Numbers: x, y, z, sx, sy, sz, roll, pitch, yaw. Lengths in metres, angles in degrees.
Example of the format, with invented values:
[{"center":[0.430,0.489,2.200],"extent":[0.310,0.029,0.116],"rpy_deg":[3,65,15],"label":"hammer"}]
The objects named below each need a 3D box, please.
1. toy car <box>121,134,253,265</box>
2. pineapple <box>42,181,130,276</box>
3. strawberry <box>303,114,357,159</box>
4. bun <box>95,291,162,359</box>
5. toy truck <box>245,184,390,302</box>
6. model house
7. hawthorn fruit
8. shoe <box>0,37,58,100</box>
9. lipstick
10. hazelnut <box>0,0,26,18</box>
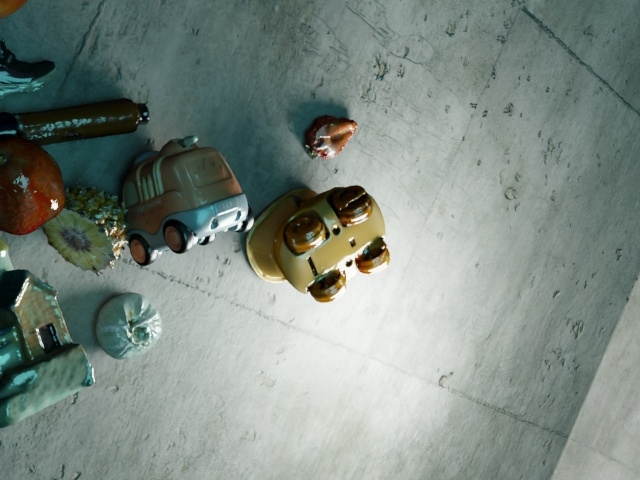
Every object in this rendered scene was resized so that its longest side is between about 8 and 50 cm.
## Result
[{"center":[-0.276,-0.084,1.700],"extent":[0.180,0.270,0.213],"rpy_deg":[-22,93,-44],"label":"toy car"},{"center":[-0.430,-0.045,1.666],"extent":[0.176,0.161,0.137],"rpy_deg":[37,45,-7],"label":"pineapple"},{"center":[0.028,-0.237,2.001],"extent":[0.152,0.048,0.104],"rpy_deg":[-28,122,-24],"label":"strawberry"},{"center":[-0.387,0.178,1.785],"extent":[0.140,0.083,0.141],"rpy_deg":[-10,108,-31],"label":"bun"},{"center":[0.000,0.000,1.945],"extent":[0.288,0.211,0.204],"rpy_deg":[-35,121,-20],"label":"toy truck"},{"center":[-0.582,0.134,1.530],"extent":[0.194,0.267,0.325],"rpy_deg":[-23,104,-44],"label":"model house"},{"center":[-0.526,-0.110,1.496],"extent":[0.162,0.162,0.204],"rpy_deg":[-37,150,-23],"label":"hawthorn fruit"},{"center":[-0.550,-0.304,1.538],"extent":[0.169,0.071,0.099],"rpy_deg":[-25,114,-25],"label":"shoe"},{"center":[-0.509,-0.204,1.590],"extent":[0.418,0.077,0.077],"rpy_deg":[-15,111,-34],"label":"lipstick"},{"center":[-0.571,-0.454,1.415],"extent":[0.214,0.176,0.214],"rpy_deg":[-3,114,-7],"label":"hazelnut"}]
